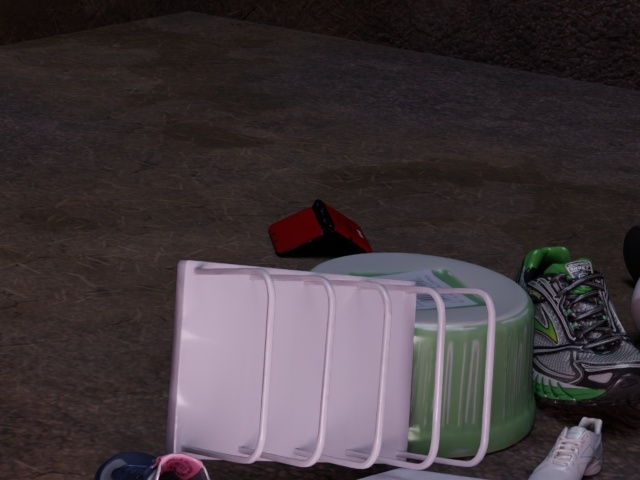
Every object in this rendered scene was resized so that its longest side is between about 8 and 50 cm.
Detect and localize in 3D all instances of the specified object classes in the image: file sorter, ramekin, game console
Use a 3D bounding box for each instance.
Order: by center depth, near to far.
[{"bbox_3d":[0.016,0.126,1.614,0.277,0.193,0.173,6,-4,-33],"label":"file sorter"},{"bbox_3d":[0.105,0.121,1.907,0.303,0.148,0.303,4,17,-1],"label":"ramekin"},{"bbox_3d":[0.000,0.000,2.504,0.124,0.085,0.144,33,11,-16],"label":"game console"}]

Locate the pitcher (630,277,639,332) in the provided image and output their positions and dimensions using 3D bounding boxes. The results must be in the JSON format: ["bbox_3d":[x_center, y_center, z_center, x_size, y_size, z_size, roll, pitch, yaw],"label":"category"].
[{"bbox_3d":[0.526,0.061,2.187,0.207,0.125,0.178,-35,31,-31],"label":"pitcher"}]

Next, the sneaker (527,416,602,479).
[{"bbox_3d":[0.259,0.230,1.750,0.053,0.061,0.152,15,21,24],"label":"sneaker"}]

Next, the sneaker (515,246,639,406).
[{"bbox_3d":[0.304,0.105,2.023,0.134,0.146,0.343,0,18,-16],"label":"sneaker"}]

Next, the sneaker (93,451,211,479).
[{"bbox_3d":[-0.133,0.237,1.497,0.112,0.131,0.319,-1,17,-21],"label":"sneaker"}]

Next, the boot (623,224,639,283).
[{"bbox_3d":[0.599,0.045,2.419,0.229,0.091,0.263,-8,30,-41],"label":"boot"}]

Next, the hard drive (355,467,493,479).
[{"bbox_3d":[0.110,0.257,1.503,0.203,0.040,0.307,-9,4,-39],"label":"hard drive"}]
